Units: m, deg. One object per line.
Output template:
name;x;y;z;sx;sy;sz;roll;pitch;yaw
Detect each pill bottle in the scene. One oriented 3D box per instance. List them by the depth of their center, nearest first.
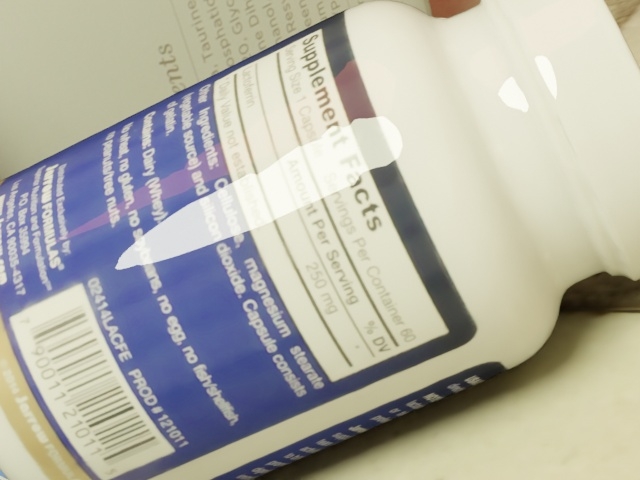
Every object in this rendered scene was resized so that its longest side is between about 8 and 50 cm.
pill bottle;0.000;0.000;0.456;0.265;0.153;0.153;-24;23;11

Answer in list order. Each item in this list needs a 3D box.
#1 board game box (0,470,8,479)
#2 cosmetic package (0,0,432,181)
board game box;-0.297;0.075;0.548;0.347;0.233;0.078;-22;23;17
cosmetic package;-0.193;-0.176;0.731;0.394;0.327;0.329;-35;32;-32
